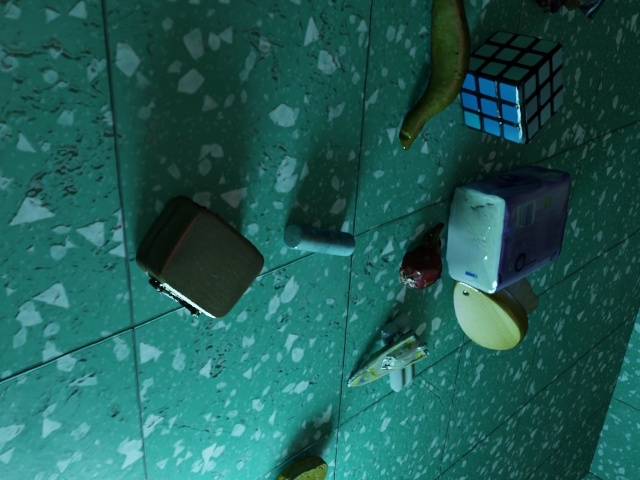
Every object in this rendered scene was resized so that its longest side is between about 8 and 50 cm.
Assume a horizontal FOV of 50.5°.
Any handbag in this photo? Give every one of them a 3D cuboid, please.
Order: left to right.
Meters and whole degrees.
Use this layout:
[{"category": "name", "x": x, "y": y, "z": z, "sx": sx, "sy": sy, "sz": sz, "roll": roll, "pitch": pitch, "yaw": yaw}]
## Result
[{"category": "handbag", "x": -0.186, "y": 0.035, "z": 1.056, "sx": 0.151, "sy": 0.072, "sz": 0.193, "roll": -57, "pitch": 143, "yaw": -8}]

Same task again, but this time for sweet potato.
[{"category": "sweet potato", "x": 0.232, "y": -0.340, "z": 1.311, "sx": 0.109, "sy": 0.079, "sz": 0.346, "roll": 5, "pitch": 111, "yaw": -19}]

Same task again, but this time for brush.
[{"category": "brush", "x": 0.446, "y": 0.144, "z": 1.767, "sx": 0.266, "sy": 0.174, "sz": 0.166, "roll": 53, "pitch": 49, "yaw": -24}]

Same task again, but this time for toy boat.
[{"category": "toy boat", "x": 0.147, "y": 0.276, "z": 1.541, "sx": 0.210, "sy": 0.066, "sz": 0.084, "roll": -34, "pitch": 127, "yaw": 5}]

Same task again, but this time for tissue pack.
[{"category": "tissue pack", "x": 0.467, "y": -0.041, "z": 1.668, "sx": 0.338, "sy": 0.160, "sz": 0.242, "roll": -18, "pitch": 119, "yaw": -43}]

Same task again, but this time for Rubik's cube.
[{"category": "Rubik's cube", "x": 0.402, "y": -0.325, "z": 1.435, "sx": 0.163, "sy": 0.162, "sz": 0.160, "roll": -45, "pitch": 138, "yaw": -23}]

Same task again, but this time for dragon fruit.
[{"category": "dragon fruit", "x": 0.244, "y": 0.039, "z": 1.529, "sx": 0.190, "sy": 0.094, "sz": 0.094, "roll": -51, "pitch": 141, "yaw": -33}]

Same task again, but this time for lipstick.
[{"category": "lipstick", "x": 0.000, "y": 0.000, "z": 1.260, "sx": 0.158, "sy": 0.048, "sz": 0.048, "roll": 9, "pitch": 104, "yaw": -49}]

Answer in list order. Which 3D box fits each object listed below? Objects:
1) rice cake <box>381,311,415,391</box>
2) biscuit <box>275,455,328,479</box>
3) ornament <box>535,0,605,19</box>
[{"category": "rice cake", "x": 0.189, "y": 0.274, "z": 1.632, "sx": 0.080, "sy": 0.042, "sz": 0.221, "roll": -38, "pitch": 136, "yaw": -30}, {"category": "biscuit", "x": -0.061, "y": 0.550, "z": 1.506, "sx": 0.170, "sy": 0.050, "sz": 0.170, "roll": -32, "pitch": 140, "yaw": -31}, {"category": "ornament", "x": 0.558, "y": -0.554, "z": 1.559, "sx": 0.203, "sy": 0.088, "sz": 0.081, "roll": -18, "pitch": 149, "yaw": -27}]
